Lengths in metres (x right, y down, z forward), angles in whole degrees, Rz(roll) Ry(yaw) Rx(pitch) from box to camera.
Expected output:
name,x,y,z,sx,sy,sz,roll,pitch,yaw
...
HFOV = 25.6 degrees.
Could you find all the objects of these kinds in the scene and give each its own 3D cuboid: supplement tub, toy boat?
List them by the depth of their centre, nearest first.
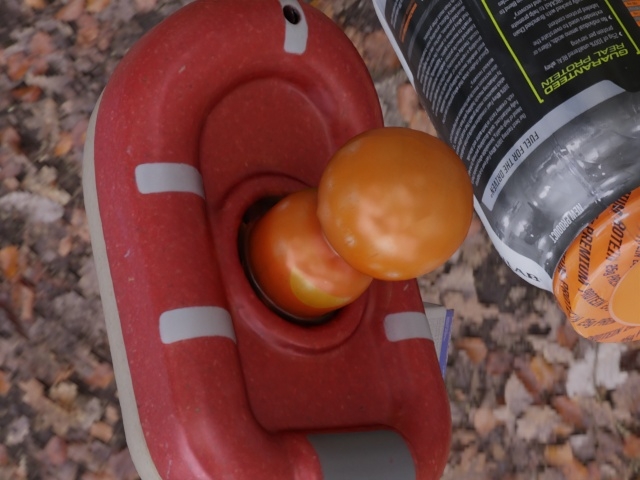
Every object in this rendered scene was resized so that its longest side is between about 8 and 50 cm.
name,x,y,z,sx,sy,sz,roll,pitch,yaw
toy boat,0.000,0.000,0.568,0.151,0.151,0.231,-31,66,43
supplement tub,0.184,-0.108,1.021,0.207,0.338,0.207,-16,147,-10

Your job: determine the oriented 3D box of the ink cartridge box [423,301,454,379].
name,x,y,z,sx,sy,sz,roll,pitch,yaw
ink cartridge box,0.059,0.145,1.247,0.065,0.311,0.186,8,90,16
